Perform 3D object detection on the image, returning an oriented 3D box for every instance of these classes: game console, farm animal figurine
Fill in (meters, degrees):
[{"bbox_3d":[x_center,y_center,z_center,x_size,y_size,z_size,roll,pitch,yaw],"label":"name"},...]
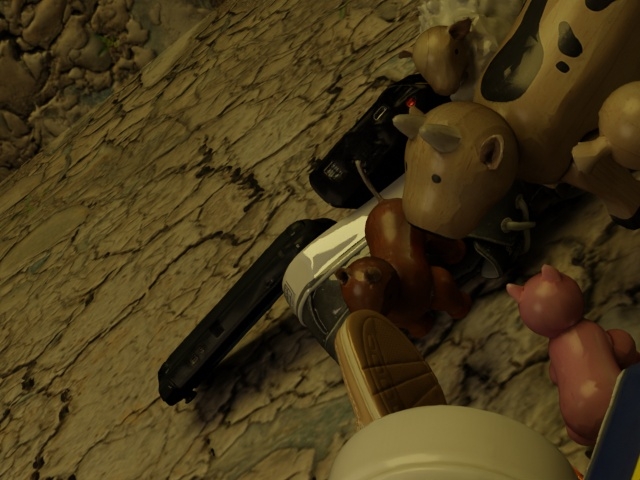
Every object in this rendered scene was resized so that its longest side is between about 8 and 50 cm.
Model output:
[{"bbox_3d":[0.000,0.000,1.029,0.361,0.044,0.213,-47,-12,12],"label":"game console"},{"bbox_3d":[0.142,-0.054,0.722,0.330,0.172,0.326,5,67,44],"label":"farm animal figurine"}]

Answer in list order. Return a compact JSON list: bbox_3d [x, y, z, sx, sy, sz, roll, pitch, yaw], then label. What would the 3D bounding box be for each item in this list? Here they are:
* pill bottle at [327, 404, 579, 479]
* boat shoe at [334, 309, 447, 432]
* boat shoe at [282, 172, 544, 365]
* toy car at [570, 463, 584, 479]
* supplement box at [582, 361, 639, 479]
[{"bbox_3d":[0.044,0.219,0.496,0.176,0.176,0.318,-26,26,26],"label":"pill bottle"},{"bbox_3d":[0.045,0.124,0.707,0.063,0.170,0.059,-8,-22,-48],"label":"boat shoe"},{"bbox_3d":[0.114,-0.018,0.926,0.301,0.108,0.102,-37,58,-2],"label":"boat shoe"},{"bbox_3d":[0.158,0.154,0.652,0.040,0.060,0.122,-1,15,-44],"label":"toy car"},{"bbox_3d":[0.246,0.121,0.305,0.356,0.194,0.195,-25,25,47],"label":"supplement box"}]
